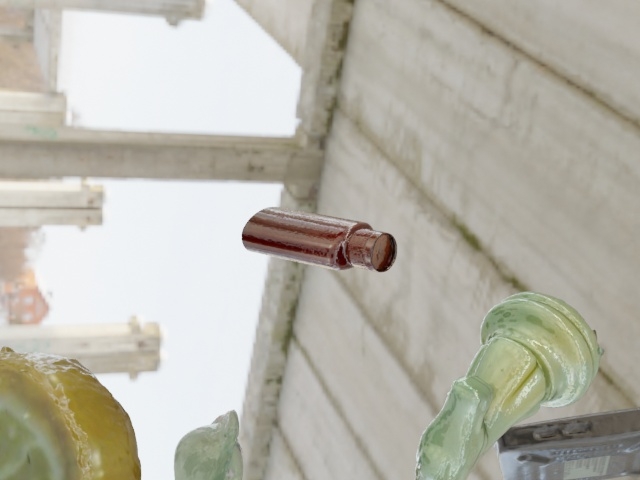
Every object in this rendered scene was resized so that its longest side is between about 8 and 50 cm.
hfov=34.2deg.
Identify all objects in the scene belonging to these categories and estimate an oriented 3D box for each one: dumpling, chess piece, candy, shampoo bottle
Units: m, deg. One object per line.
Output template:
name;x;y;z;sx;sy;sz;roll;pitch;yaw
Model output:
dumpling;-0.163;0.349;1.665;0.105;0.149;0.216;52;12;-25
chess piece;0.226;0.206;1.364;0.176;0.298;0.175;28;-42;29
candy;-0.300;0.238;1.044;0.260;0.118;0.259;-1;-91;26
shampoo bottle;0.000;0.000;1.585;0.260;0.102;0.064;12;-56;44

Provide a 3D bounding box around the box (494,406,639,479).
box;0.448;0.364;1.803;0.290;0.289;0.073;68;14;-62

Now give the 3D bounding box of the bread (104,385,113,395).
bread;-0.407;0.313;1.848;0.060;0.113;0.082;8;-49;34
